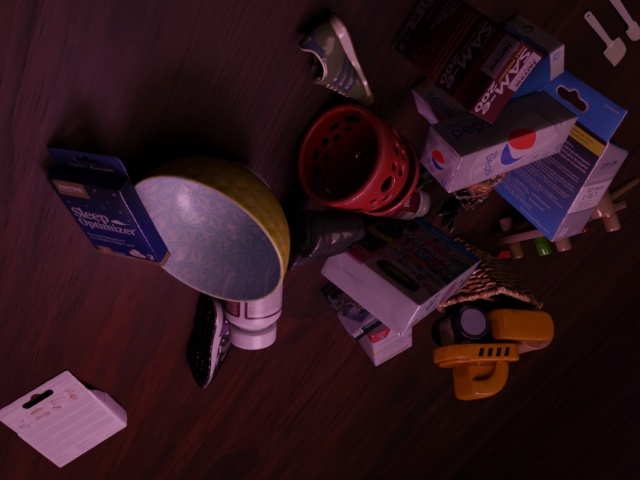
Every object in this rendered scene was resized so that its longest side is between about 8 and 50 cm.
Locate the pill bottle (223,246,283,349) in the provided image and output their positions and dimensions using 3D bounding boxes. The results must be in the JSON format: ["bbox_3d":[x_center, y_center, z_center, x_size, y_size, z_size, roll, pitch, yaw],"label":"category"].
[{"bbox_3d":[-0.138,0.102,1.161,0.121,0.121,0.221,-9,115,-30],"label":"pill bottle"}]

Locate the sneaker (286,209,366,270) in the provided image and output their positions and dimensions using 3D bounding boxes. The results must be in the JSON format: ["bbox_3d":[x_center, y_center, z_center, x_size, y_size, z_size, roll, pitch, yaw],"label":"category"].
[{"bbox_3d":[0.000,0.000,1.118,0.130,0.109,0.286,-5,179,-18],"label":"sneaker"}]

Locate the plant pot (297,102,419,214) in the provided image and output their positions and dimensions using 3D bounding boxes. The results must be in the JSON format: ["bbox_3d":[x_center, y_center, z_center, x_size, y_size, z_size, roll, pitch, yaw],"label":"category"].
[{"bbox_3d":[0.078,-0.139,1.069,0.191,0.191,0.174,-49,146,17],"label":"plant pot"}]

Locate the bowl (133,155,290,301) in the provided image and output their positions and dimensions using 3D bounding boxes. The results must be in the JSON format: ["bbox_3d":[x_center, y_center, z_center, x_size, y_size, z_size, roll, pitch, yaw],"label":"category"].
[{"bbox_3d":[-0.168,-0.044,0.982,0.289,0.289,0.156,90,20,-47],"label":"bowl"}]

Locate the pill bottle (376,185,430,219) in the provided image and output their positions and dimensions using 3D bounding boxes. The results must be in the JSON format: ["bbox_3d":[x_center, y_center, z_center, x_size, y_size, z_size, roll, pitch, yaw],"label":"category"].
[{"bbox_3d":[0.174,-0.091,1.272,0.152,0.086,0.086,4,128,-41],"label":"pill bottle"}]

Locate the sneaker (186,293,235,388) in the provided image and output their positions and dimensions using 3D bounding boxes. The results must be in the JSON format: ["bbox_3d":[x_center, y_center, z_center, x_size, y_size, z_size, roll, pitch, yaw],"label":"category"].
[{"bbox_3d":[-0.221,0.232,1.308,0.124,0.107,0.283,-10,136,-37],"label":"sneaker"}]

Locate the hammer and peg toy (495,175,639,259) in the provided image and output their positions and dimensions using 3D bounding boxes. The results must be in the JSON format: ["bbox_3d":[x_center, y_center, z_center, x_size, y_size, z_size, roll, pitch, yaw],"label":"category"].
[{"bbox_3d":[0.681,-0.054,1.519,0.265,0.127,0.361,-18,178,-23],"label":"hammer and peg toy"}]

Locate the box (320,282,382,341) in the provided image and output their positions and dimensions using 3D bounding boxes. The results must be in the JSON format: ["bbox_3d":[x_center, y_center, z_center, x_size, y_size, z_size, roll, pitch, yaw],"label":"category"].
[{"bbox_3d":[0.136,0.120,1.407,0.233,0.159,0.044,-35,141,0],"label":"box"}]

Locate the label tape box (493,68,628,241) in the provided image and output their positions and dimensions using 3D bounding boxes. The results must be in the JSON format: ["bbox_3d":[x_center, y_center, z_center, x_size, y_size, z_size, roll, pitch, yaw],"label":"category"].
[{"bbox_3d":[0.547,-0.210,1.293,0.115,0.249,0.348,-12,137,-26],"label":"label tape box"}]

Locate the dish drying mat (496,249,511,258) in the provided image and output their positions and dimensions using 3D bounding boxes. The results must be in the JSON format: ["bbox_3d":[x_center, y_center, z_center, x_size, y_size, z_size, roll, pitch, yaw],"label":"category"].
[{"bbox_3d":[0.588,0.043,1.791,0.083,0.008,0.032,-3,131,-34],"label":"dish drying mat"}]

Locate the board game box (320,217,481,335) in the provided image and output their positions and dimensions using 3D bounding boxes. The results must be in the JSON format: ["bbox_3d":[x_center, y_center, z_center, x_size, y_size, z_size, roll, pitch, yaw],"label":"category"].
[{"bbox_3d":[0.185,0.056,1.254,0.303,0.224,0.098,-24,145,-49],"label":"board game box"}]

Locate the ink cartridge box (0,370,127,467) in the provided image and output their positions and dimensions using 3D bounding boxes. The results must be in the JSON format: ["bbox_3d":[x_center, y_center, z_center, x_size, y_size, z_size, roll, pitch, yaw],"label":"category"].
[{"bbox_3d":[-0.572,0.387,1.266,0.181,0.056,0.225,-31,124,-5],"label":"ink cartridge box"}]

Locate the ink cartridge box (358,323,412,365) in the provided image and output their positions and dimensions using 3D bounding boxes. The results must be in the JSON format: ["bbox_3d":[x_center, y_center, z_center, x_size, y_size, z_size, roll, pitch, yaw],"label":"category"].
[{"bbox_3d":[0.170,0.237,1.584,0.128,0.127,0.176,-26,141,-13],"label":"ink cartridge box"}]

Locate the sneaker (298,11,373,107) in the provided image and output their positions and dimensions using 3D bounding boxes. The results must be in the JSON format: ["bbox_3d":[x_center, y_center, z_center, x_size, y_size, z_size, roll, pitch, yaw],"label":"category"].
[{"bbox_3d":[0.024,-0.290,0.972,0.086,0.064,0.192,-30,142,3],"label":"sneaker"}]

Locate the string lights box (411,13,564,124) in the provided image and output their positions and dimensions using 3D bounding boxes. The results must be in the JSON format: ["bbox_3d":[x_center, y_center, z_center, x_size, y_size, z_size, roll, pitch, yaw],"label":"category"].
[{"bbox_3d":[0.326,-0.313,1.111,0.259,0.133,0.077,-35,145,0],"label":"string lights box"}]

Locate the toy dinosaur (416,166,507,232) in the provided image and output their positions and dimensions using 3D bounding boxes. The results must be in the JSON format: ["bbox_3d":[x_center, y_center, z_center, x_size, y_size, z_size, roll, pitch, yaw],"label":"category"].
[{"bbox_3d":[0.335,-0.139,1.232,0.218,0.164,0.322,-33,164,34],"label":"toy dinosaur"}]

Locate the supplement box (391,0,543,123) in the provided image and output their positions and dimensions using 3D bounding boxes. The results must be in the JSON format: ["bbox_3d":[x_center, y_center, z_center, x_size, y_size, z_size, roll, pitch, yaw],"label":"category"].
[{"bbox_3d":[0.235,-0.318,0.949,0.073,0.239,0.130,8,125,-42],"label":"supplement box"}]

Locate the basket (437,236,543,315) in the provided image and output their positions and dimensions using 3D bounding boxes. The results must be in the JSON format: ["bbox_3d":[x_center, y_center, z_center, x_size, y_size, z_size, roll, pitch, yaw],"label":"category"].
[{"bbox_3d":[0.450,0.159,1.636,0.213,0.223,0.299,-49,142,18],"label":"basket"}]

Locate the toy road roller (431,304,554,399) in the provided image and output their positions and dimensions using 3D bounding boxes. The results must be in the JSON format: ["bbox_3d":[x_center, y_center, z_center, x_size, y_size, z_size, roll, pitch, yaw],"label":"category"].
[{"bbox_3d":[0.477,0.317,1.582,0.329,0.241,0.202,2,162,-11],"label":"toy road roller"}]

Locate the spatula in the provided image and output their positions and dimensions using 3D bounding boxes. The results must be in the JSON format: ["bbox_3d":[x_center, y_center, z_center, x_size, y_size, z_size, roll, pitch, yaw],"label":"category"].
[{"bbox_3d":[0.686,-0.509,1.274,0.242,0.019,0.168,16,125,-45],"label":"spatula"}]

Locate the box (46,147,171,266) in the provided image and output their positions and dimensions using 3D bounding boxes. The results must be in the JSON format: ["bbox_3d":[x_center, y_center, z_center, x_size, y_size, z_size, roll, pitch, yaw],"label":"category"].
[{"bbox_3d":[-0.339,-0.048,0.905,0.225,0.136,0.037,79,27,-49],"label":"box"}]

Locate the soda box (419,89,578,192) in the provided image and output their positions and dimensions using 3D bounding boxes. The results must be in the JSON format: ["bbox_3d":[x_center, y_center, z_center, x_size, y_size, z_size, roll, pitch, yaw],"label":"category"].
[{"bbox_3d":[0.334,-0.189,1.061,0.286,0.098,0.091,-20,145,-22],"label":"soda box"}]
